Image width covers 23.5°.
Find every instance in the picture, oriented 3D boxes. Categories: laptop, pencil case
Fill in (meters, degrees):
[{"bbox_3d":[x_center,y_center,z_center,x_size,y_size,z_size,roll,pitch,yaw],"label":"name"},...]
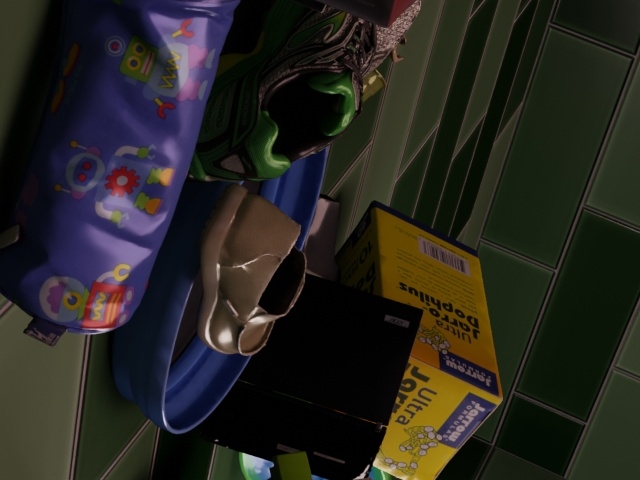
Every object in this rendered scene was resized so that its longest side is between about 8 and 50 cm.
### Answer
[{"bbox_3d":[-0.016,0.180,2.012,0.264,0.234,0.136,105,3,-52],"label":"laptop"},{"bbox_3d":[-0.165,-0.076,1.178,0.119,0.133,0.306,45,-60,54],"label":"pencil case"}]

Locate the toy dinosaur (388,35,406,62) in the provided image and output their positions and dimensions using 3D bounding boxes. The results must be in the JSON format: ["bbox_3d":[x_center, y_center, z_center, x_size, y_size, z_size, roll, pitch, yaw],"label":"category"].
[{"bbox_3d":[0.086,-0.288,2.049,0.183,0.053,0.092,-62,154,-54],"label":"toy dinosaur"}]

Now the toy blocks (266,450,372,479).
[{"bbox_3d":[-0.108,0.403,2.019,0.381,0.190,0.261,-2,162,-38],"label":"toy blocks"}]

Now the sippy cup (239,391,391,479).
[{"bbox_3d":[0.013,0.276,2.378,0.224,0.240,0.305,-70,-177,-48],"label":"sippy cup"}]

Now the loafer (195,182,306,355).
[{"bbox_3d":[-0.065,0.047,1.522,0.102,0.092,0.268,-61,166,-25],"label":"loafer"}]

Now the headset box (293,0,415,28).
[{"bbox_3d":[0.001,-0.319,1.196,0.110,0.218,0.293,-50,160,-49],"label":"headset box"}]

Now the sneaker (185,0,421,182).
[{"bbox_3d":[0.002,-0.156,1.493,0.343,0.146,0.134,-47,134,-34],"label":"sneaker"}]

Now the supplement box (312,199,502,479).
[{"bbox_3d":[0.113,0.141,2.197,0.194,0.195,0.356,-55,-161,28],"label":"supplement box"}]

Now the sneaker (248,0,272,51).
[{"bbox_3d":[-0.038,-0.231,1.593,0.188,0.067,0.078,-61,146,-16],"label":"sneaker"}]

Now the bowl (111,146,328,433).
[{"bbox_3d":[-0.109,0.020,1.687,0.391,0.077,0.391,-61,166,-26],"label":"bowl"}]

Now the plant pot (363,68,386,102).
[{"bbox_3d":[0.025,-0.185,1.898,0.079,0.083,0.083,-53,166,-9],"label":"plant pot"}]

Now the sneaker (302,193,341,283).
[{"bbox_3d":[0.000,0.000,2.093,0.118,0.083,0.222,-67,167,0],"label":"sneaker"}]
